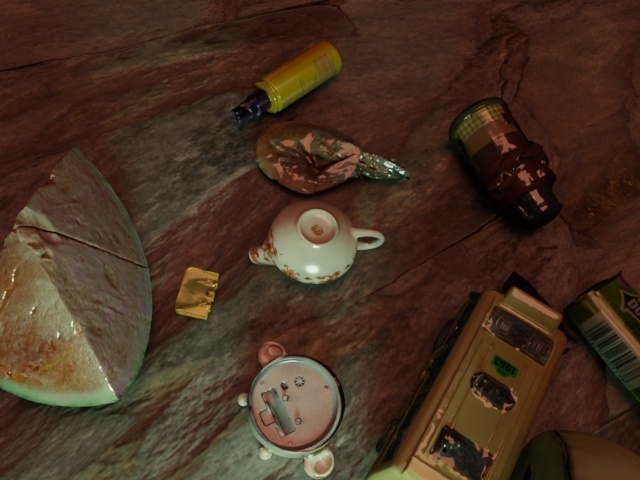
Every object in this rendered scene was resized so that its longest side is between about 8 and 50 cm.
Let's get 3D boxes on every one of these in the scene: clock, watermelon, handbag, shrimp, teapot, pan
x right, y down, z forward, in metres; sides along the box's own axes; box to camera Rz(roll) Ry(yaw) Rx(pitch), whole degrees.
[{"bbox_3d":[-0.041,0.260,0.918,0.156,0.063,0.229,-18,65,-18],"label":"clock"},{"bbox_3d":[-0.419,0.070,0.898,0.222,0.319,0.292,-23,23,10],"label":"watermelon"},{"bbox_3d":[-0.211,0.091,1.002,0.061,0.027,0.083,12,63,-3],"label":"handbag"},{"bbox_3d":[0.019,-0.150,1.151,0.317,0.062,0.164,16,65,5],"label":"shrimp"},{"bbox_3d":[0.000,0.000,1.049,0.246,0.116,0.159,5,50,-13],"label":"teapot"},{"bbox_3d":[0.395,0.148,1.037,0.202,0.048,0.128,48,27,6],"label":"pan"}]

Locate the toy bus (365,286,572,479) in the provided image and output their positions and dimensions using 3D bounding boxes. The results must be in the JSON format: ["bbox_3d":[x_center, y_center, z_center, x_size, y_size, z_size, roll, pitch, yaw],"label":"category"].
[{"bbox_3d":[0.233,0.248,0.888,0.177,0.201,0.365,31,61,9],"label":"toy bus"}]

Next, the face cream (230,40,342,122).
[{"bbox_3d":[-0.074,-0.323,1.217,0.273,0.078,0.078,-39,74,-24],"label":"face cream"}]

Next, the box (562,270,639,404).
[{"bbox_3d":[0.586,0.220,1.011,0.134,0.097,0.345,-21,66,-31],"label":"box"}]

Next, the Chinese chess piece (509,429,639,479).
[{"bbox_3d":[0.291,0.408,0.714,0.147,0.349,0.349,22,61,8],"label":"Chinese chess piece"}]

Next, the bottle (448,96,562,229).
[{"bbox_3d":[0.370,-0.147,1.156,0.156,0.143,0.271,-19,68,-17],"label":"bottle"}]
